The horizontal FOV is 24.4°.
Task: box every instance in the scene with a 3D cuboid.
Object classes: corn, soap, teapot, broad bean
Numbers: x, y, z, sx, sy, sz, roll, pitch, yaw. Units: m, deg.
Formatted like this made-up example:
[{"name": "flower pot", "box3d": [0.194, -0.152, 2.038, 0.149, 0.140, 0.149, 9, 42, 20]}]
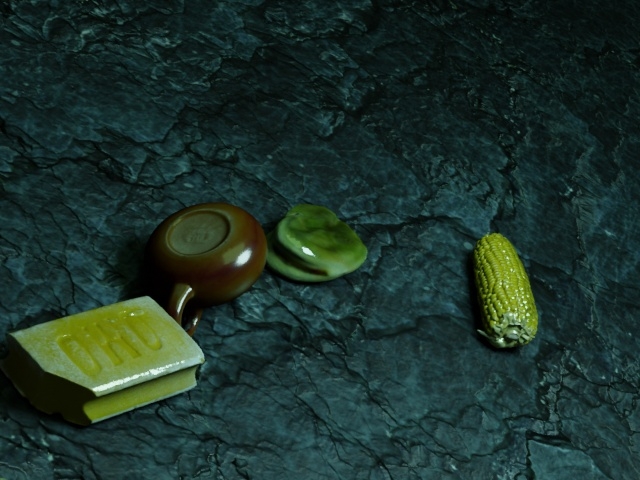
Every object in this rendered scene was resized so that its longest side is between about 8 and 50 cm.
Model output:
[{"name": "corn", "box3d": [0.298, 0.079, 2.428, 0.091, 0.091, 0.260, 19, 31, -17]}, {"name": "soap", "box3d": [-0.280, 0.156, 1.917, 0.232, 0.073, 0.140, -15, 47, -45]}, {"name": "teapot", "box3d": [-0.164, 0.049, 2.120, 0.178, 0.135, 0.252, 1, 46, 22]}, {"name": "broad bean", "box3d": [-0.002, 0.002, 2.337, 0.153, 0.072, 0.206, 47, 36, 19]}]

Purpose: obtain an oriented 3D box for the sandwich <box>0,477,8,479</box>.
[{"name": "sandwich", "box3d": [-0.397, 0.335, 1.564, 0.273, 0.095, 0.249, 34, 36, 10]}]
